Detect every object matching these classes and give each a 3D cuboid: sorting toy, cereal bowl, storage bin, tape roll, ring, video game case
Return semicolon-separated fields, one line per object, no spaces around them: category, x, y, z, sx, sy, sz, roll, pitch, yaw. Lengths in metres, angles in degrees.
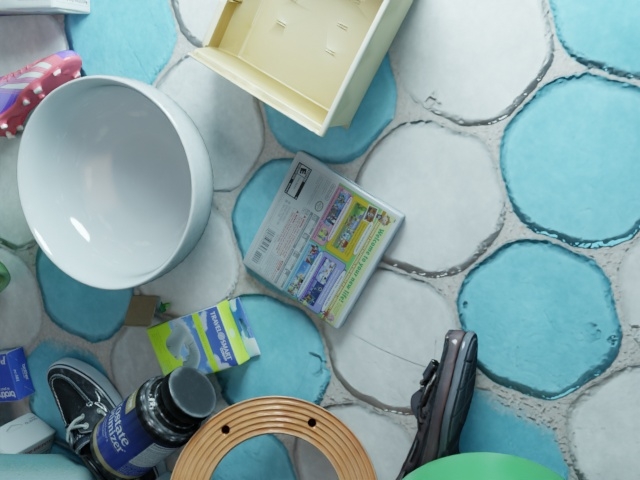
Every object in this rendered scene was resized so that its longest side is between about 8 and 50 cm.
sorting toy;-0.300;0.124;1.285;0.083;0.012;0.062;0;60;23
cereal bowl;-0.312;-0.095;1.195;0.339;0.141;0.339;4;101;23
storage bin;-0.023;-0.327;1.039;0.260;0.123;0.262;33;111;14
tape roll;0.233;0.451;1.043;0.321;0.077;0.321;3;112;7
ring;-0.073;0.417;1.168;0.336;0.032;0.336;0;77;-1
video game case;0.000;0.000;1.144;0.193;0.023;0.212;34;110;14

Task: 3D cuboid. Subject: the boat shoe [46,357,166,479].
boat shoe;-0.409;0.344;1.338;0.108;0.102;0.301;-43;82;24

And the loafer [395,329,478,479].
loafer;0.160;0.267;1.082;0.095;0.109;0.302;14;108;25

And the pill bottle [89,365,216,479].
pill bottle;-0.276;0.301;1.232;0.219;0.123;0.123;-40;83;28

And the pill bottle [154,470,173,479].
pill bottle;-0.193;0.531;1.248;0.283;0.161;0.161;35;111;14

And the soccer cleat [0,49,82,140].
soccer cleat;-0.515;-0.268;1.286;0.248;0.083;0.095;-32;82;27

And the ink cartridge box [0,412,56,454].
ink cartridge box;-0.596;0.439;1.421;0.072;0.127;0.175;28;109;17

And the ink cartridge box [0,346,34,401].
ink cartridge box;-0.669;0.270;1.467;0.207;0.046;0.097;-9;97;24

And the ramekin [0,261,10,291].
ramekin;-0.733;0.053;1.323;0.303;0.303;0.148;-28;81;25

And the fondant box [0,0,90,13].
fondant box;-0.511;-0.546;1.223;0.238;0.096;0.330;6;101;22

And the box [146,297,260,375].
box;-0.200;0.172;1.251;0.178;0.042;0.109;-20;92;26

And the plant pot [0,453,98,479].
plant pot;-0.508;0.500;1.259;0.252;0.248;0.247;51;123;51
